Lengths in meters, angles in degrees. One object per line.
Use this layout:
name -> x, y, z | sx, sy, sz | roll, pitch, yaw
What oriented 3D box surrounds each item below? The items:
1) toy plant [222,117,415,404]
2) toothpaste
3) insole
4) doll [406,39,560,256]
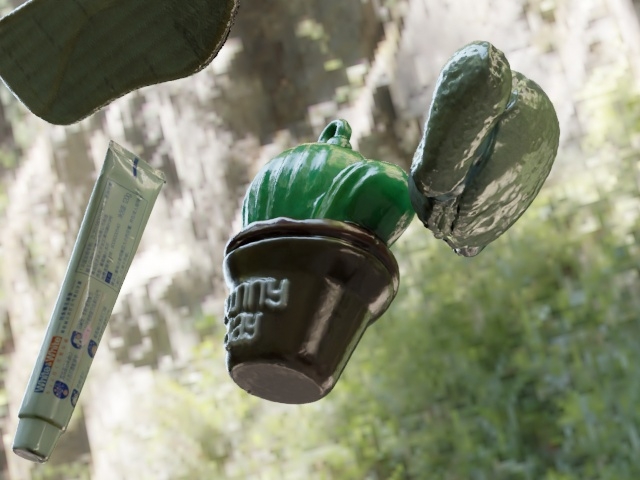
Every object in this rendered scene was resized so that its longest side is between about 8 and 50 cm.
toy plant -> 0.000, 0.000, 1.127 | 0.105, 0.200, 0.143 | 28, -29, -26
toothpaste -> -0.150, 0.039, 1.169 | 0.052, 0.218, 0.033 | 34, -28, -33
insole -> -0.132, -0.134, 1.091 | 0.009, 0.119, 0.348 | -44, 11, -27
doll -> 0.094, -0.047, 1.038 | 0.071, 0.103, 0.214 | 24, -10, 13
